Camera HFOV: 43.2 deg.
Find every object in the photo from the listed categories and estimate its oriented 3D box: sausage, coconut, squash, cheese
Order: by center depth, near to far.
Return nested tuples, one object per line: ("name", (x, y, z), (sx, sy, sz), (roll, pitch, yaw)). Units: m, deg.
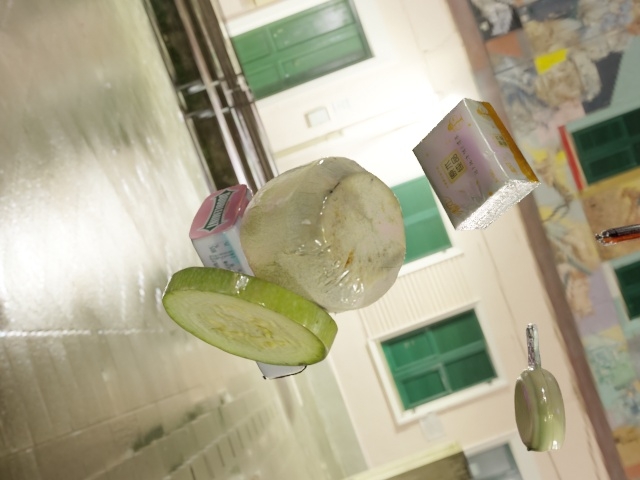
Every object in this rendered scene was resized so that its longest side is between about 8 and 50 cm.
("squash", (-0.104, 0.113, 1.157), (0.252, 0.252, 0.049), (68, 37, -59))
("coconut", (-0.001, 0.002, 1.172), (0.230, 0.227, 0.227), (-17, -86, 53))
("sausage", (0.480, -0.014, 1.176), (0.028, 0.198, 0.025), (128, -49, -63))
("cheese", (0.390, 0.265, 1.456), (0.137, 0.064, 0.227), (134, -48, -81))

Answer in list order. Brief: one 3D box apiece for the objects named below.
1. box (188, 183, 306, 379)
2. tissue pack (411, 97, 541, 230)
("box", (-0.129, 0.090, 1.621), (0.190, 0.112, 0.369), (-76, 148, -58))
("tissue pack", (0.332, -0.163, 1.751), (0.185, 0.124, 0.225), (-47, -123, 40))
